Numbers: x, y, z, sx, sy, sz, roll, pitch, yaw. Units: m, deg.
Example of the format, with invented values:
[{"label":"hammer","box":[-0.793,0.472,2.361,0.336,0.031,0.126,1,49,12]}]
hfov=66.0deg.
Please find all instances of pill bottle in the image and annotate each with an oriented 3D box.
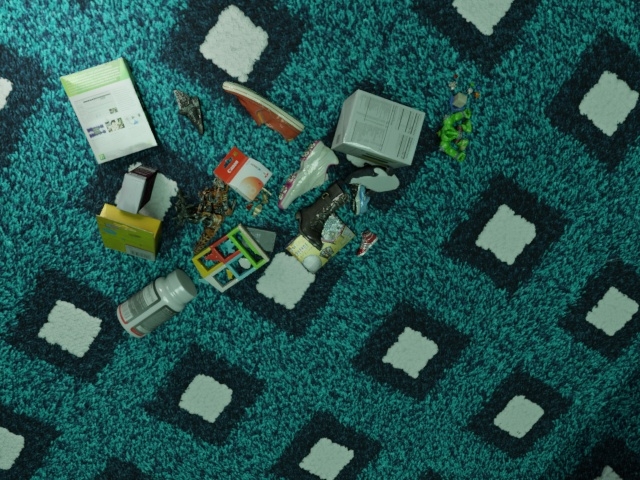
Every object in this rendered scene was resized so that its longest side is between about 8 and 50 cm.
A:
[{"label":"pill bottle","box":[-0.643,0.246,1.956,0.283,0.161,0.161,-34,107,4]}]

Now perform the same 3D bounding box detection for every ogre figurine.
[{"label":"ogre figurine","box":[0.524,-0.417,1.923,0.118,0.097,0.197,5,118,-20]}]

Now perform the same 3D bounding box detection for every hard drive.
[{"label":"hard drive","box":[-0.249,-0.005,1.997,0.135,0.022,0.094,11,105,-9]}]

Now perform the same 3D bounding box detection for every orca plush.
[{"label":"orca plush","box":[0.180,-0.252,1.911,0.287,0.102,0.151,-11,145,-28]}]

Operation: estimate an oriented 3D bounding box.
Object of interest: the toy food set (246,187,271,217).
[{"label":"toy food set","box":[-0.251,-0.158,1.954,0.078,0.019,0.122,39,107,-15]}]

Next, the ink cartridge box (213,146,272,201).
[{"label":"ink cartridge box","box":[-0.290,-0.256,1.871,0.179,0.045,0.145,41,65,-18]}]

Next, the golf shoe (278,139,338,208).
[{"label":"golf shoe","box":[-0.048,-0.233,1.906,0.140,0.115,0.306,32,102,-18]}]

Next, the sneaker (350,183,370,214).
[{"label":"sneaker","box":[0.164,-0.185,1.980,0.073,0.063,0.162,-7,111,-24]}]

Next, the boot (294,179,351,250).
[{"label":"boot","box":[0.021,-0.106,1.887,0.229,0.263,0.091,-37,132,12]}]

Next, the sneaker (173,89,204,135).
[{"label":"sneaker","box":[-0.484,-0.471,1.818,0.089,0.051,0.170,-7,103,-4]}]

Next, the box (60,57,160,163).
[{"label":"box","box":[-0.755,-0.466,1.785,0.232,0.058,0.322,-18,109,-1]}]

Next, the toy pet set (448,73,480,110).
[{"label":"toy pet set","box":[0.545,-0.561,1.912,0.122,0.065,0.114,21,68,-15]}]

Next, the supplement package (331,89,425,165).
[{"label":"supplement package","box":[0.206,-0.401,1.815,0.263,0.199,0.198,15,91,-12]}]

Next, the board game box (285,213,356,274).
[{"label":"board game box","box":[0.000,0.000,2.016,0.243,0.042,0.165,-42,107,7]}]

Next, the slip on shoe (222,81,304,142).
[{"label":"slip on shoe","box":[-0.217,-0.474,1.815,0.331,0.123,0.101,31,105,-19]}]

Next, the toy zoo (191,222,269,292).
[{"label":"toy zoo","box":[-0.379,0.085,1.990,0.293,0.030,0.192,-33,111,10]}]

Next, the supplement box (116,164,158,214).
[{"label":"supplement box","box":[-0.658,-0.190,1.781,0.073,0.239,0.130,18,103,-11]}]

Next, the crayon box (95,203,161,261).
[{"label":"crayon box","box":[-0.690,-0.031,1.798,0.202,0.318,0.081,19,66,-12]}]

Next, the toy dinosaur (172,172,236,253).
[{"label":"toy dinosaur","box":[-0.440,-0.105,1.888,0.218,0.164,0.321,12,84,-26]}]

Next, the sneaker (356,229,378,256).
[{"label":"sneaker","box":[0.177,0.010,2.039,0.118,0.042,0.067,-46,110,0]}]
